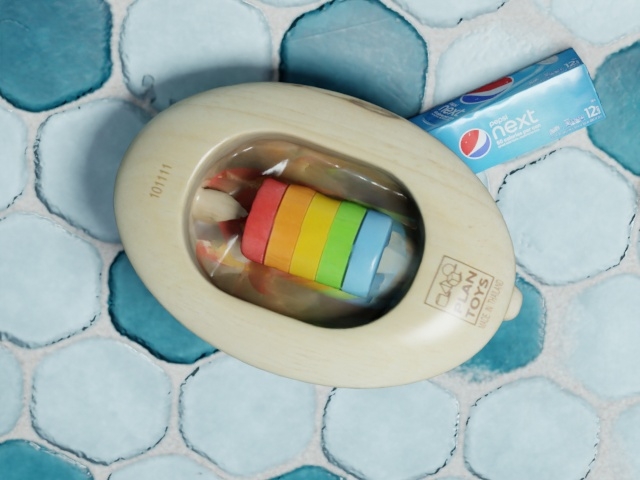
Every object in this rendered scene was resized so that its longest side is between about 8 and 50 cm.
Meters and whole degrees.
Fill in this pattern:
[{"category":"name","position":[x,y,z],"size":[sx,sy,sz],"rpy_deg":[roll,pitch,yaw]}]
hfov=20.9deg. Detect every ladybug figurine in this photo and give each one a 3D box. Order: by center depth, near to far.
[{"category":"ladybug figurine","position":[0.000,0.000,1.864],"size":[0.449,0.162,0.305],"rpy_deg":[23,86,6]}]

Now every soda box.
[{"category":"soda box","position":[0.202,-0.134,1.919],"size":[0.210,0.067,0.071],"rpy_deg":[-24,113,5]}]
